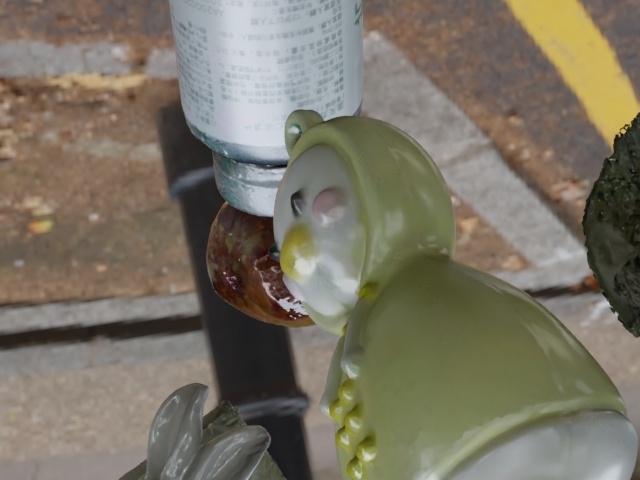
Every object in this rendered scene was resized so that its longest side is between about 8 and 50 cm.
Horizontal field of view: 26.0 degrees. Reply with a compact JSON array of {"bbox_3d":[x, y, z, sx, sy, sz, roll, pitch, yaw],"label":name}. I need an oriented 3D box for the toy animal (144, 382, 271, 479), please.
[{"bbox_3d":[-0.138,0.235,1.205,0.103,0.221,0.131,24,179,19],"label":"toy animal"}]

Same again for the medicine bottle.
[{"bbox_3d":[-0.039,-0.158,1.017,0.141,0.141,0.293,-9,131,-9],"label":"medicine bottle"}]

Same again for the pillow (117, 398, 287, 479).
[{"bbox_3d":[-0.123,0.261,1.414,0.181,0.134,0.078,-38,-175,1],"label":"pillow"}]

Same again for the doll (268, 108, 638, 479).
[{"bbox_3d":[0.040,0.049,0.624,0.117,0.296,0.141,-15,143,-28],"label":"doll"}]

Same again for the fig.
[{"bbox_3d":[-0.005,0.016,1.402,0.230,0.143,0.160,3,180,-42],"label":"fig"}]

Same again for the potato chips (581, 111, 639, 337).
[{"bbox_3d":[0.206,-0.008,0.762,0.209,0.142,0.026,-25,170,-42],"label":"potato chips"}]
